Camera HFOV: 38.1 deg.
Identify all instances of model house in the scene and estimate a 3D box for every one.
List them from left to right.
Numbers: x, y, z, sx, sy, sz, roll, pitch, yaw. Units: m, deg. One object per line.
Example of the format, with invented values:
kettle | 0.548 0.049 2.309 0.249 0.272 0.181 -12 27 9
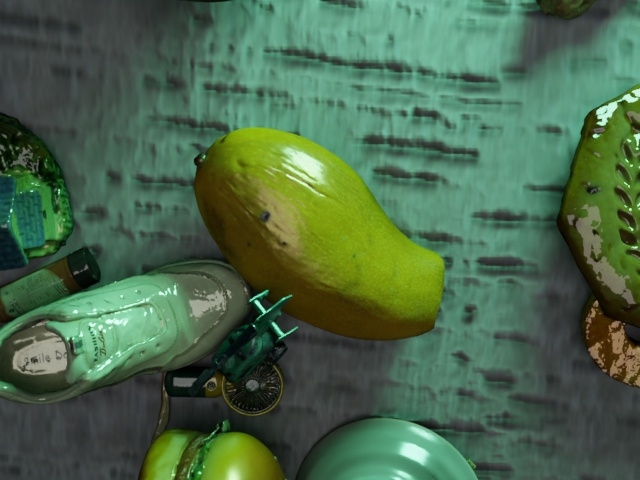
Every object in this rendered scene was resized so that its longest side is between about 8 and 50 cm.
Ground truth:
model house | -0.422 -0.048 1.088 0.214 0.189 0.195 -1 102 1

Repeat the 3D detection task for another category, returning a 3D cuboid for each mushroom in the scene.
mushroom | -0.220 0.282 1.228 0.028 0.026 0.286 4 98 -17

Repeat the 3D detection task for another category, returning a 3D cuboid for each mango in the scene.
mango | -0.001 0.004 1.121 0.359 0.144 0.187 43 86 -12

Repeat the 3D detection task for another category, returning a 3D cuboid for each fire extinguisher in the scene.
fire extinguisher | -0.369 0.063 1.174 0.177 0.050 0.062 -24 118 3

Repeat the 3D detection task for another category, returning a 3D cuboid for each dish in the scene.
dish | 0.079 0.363 1.181 0.260 0.085 0.260 1 95 13

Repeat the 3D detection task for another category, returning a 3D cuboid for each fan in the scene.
fan | -0.124 0.182 1.200 0.155 0.039 0.082 2 98 -3

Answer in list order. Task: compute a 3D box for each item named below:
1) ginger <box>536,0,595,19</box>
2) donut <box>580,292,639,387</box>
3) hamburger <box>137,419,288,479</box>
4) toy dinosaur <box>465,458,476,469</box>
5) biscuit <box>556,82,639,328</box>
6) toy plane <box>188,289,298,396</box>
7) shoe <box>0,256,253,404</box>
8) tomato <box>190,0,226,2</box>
ginger | 0.345 -0.339 1.102 0.204 0.080 0.104 -45 65 5
donut | 0.406 0.113 1.187 0.152 0.058 0.151 0 99 0
hamburger | -0.117 0.339 1.128 0.170 0.246 0.245 -1 100 12
toy dinosaur | 0.128 0.348 1.236 0.180 0.037 0.058 -23 86 -2
biscuit | 0.465 -0.043 1.138 0.359 0.046 0.358 0 87 -4
toy plane | -0.085 0.119 1.098 0.060 0.096 0.235 57 140 14
shoe | -0.247 0.116 1.098 0.342 0.210 0.132 -17 91 1
tomato | -0.128 -0.411 0.981 0.317 0.282 0.316 -1 102 -3
